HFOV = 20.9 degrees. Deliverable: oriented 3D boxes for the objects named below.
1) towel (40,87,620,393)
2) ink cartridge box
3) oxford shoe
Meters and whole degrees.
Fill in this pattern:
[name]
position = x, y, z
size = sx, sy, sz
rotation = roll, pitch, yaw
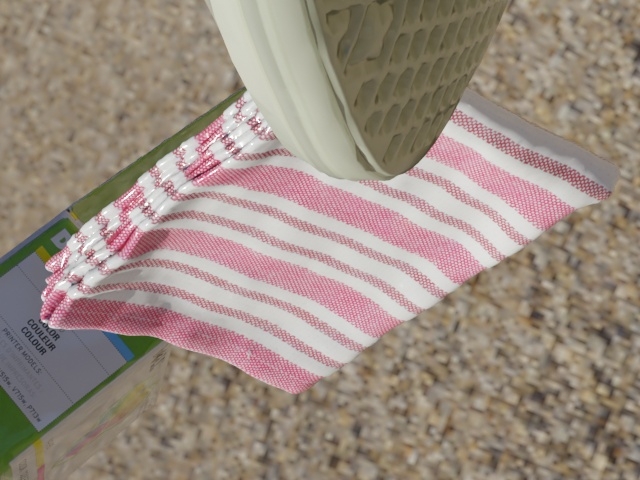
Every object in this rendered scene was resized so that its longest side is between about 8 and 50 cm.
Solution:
[towel]
position = 0.000, 0.000, 0.667
size = 0.197, 0.144, 0.029
rotation = -36, 47, 40
[ink cartridge box]
position = -0.119, 0.042, 1.016
size = 0.255, 0.097, 0.189
rotation = -38, -8, -17
[oxford shoe]
position = -0.037, -0.184, 0.398
size = 0.130, 0.449, 0.169
rotation = 13, 60, 27
